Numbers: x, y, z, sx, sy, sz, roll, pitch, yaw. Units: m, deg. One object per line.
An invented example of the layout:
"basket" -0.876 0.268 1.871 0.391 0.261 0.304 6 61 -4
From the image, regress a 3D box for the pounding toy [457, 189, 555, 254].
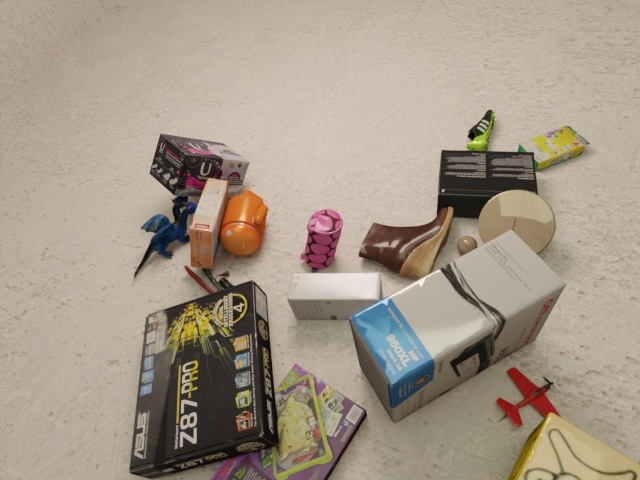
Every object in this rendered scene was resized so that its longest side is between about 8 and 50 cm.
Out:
"pounding toy" 0.505 -0.015 1.201 0.183 0.110 0.237 45 101 22

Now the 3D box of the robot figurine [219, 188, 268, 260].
"robot figurine" -0.229 -0.049 1.339 0.158 0.128 0.219 -1 54 9

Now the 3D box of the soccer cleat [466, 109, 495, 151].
"soccer cleat" 0.524 -0.365 1.465 0.072 0.060 0.179 13 60 21

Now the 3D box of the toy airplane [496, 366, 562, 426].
"toy airplane" 0.447 0.347 0.974 0.151 0.028 0.151 -6 52 8

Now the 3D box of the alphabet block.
"alphabet block" 0.445 0.459 0.790 0.197 0.193 0.192 29 63 28

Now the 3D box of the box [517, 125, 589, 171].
"box" 0.717 -0.287 1.378 0.179 0.043 0.105 -22 53 -2

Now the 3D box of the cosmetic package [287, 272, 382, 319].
"cosmetic package" 0.042 0.145 1.151 0.231 0.117 0.085 -1 55 12

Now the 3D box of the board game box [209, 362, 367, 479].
"board game box" -0.076 0.468 0.981 0.208 0.056 0.347 29 64 23

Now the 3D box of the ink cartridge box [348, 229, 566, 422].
"ink cartridge box" 0.280 0.191 0.961 0.395 0.285 0.166 -27 55 -8

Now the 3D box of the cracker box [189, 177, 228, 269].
"cracker box" -0.325 -0.052 1.315 0.067 0.156 0.232 8 43 -6

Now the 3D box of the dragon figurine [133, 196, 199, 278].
"dragon figurine" -0.482 -0.022 1.361 0.289 0.144 0.085 -38 56 -16

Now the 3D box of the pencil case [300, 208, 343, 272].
"pencil case" 0.000 0.000 1.207 0.098 0.209 0.095 6 58 -4

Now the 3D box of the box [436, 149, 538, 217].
"box" 0.476 -0.163 1.298 0.261 0.103 0.184 5 52 14

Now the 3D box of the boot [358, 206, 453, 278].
"boot" 0.242 -0.022 1.247 0.207 0.090 0.248 21 64 22

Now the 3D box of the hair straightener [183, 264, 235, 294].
"hair straightener" -0.292 0.116 1.282 0.089 0.047 0.230 -42 57 -19

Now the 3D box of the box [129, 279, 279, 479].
"box" -0.273 0.317 1.071 0.318 0.097 0.395 -19 50 11

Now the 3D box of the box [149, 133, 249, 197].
"box" -0.377 -0.232 1.417 0.163 0.142 0.247 36 25 31
